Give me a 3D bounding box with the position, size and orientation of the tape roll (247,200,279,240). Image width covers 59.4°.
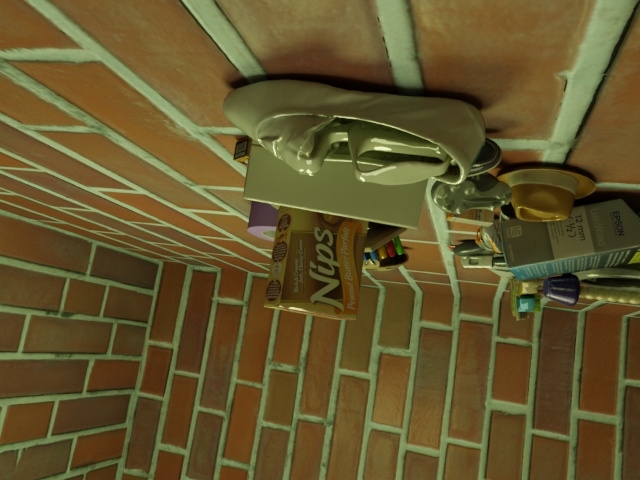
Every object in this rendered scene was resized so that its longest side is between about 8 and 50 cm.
[{"bbox_3d":[-0.072,-0.049,1.641,0.275,0.090,0.275,8,170,1],"label":"tape roll"}]

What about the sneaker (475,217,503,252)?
[{"bbox_3d":[0.443,-0.008,1.466,0.083,0.084,0.215,9,172,28],"label":"sneaker"}]

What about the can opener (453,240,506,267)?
[{"bbox_3d":[0.534,0.041,1.677,0.284,0.075,0.095,-3,166,44],"label":"can opener"}]

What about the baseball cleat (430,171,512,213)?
[{"bbox_3d":[0.251,-0.097,0.999,0.206,0.072,0.109,4,-143,-40],"label":"baseball cleat"}]

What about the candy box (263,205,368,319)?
[{"bbox_3d":[0.000,0.000,1.193,0.183,0.316,0.088,14,168,-26],"label":"candy box"}]

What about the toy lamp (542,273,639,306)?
[{"bbox_3d":[0.670,0.126,1.324,0.275,0.080,0.080,6,170,1],"label":"toy lamp"}]

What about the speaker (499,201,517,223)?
[{"bbox_3d":[0.428,-0.060,1.252,0.055,0.055,0.136,5,170,18],"label":"speaker"}]

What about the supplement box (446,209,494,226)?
[{"bbox_3d":[0.334,-0.070,1.250,0.099,0.062,0.036,8,169,0],"label":"supplement box"}]

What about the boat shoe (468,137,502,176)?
[{"bbox_3d":[0.184,-0.149,0.898,0.206,0.075,0.065,10,174,16],"label":"boat shoe"}]

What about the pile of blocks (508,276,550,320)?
[{"bbox_3d":[0.663,0.170,1.739,0.113,0.148,0.362,-4,168,12],"label":"pile of blocks"}]

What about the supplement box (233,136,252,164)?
[{"bbox_3d":[-0.123,-0.171,1.118,0.083,0.043,0.055,15,168,-35],"label":"supplement box"}]

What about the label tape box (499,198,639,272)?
[{"bbox_3d":[0.581,-0.003,1.202,0.348,0.115,0.249,-13,165,22],"label":"label tape box"}]

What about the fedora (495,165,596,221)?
[{"bbox_3d":[0.421,-0.081,1.069,0.195,0.079,0.194,9,170,2],"label":"fedora"}]

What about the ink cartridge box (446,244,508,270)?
[{"bbox_3d":[0.595,0.080,1.880,0.261,0.066,0.296,0,167,34],"label":"ink cartridge box"}]

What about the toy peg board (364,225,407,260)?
[{"bbox_3d":[0.158,0.026,1.665,0.161,0.079,0.161,-30,-165,-35],"label":"toy peg board"}]

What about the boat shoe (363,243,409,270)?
[{"bbox_3d":[0.160,0.043,1.921,0.341,0.121,0.110,4,171,-40],"label":"boat shoe"}]

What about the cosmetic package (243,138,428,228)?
[{"bbox_3d":[0.022,-0.110,1.020,0.310,0.113,0.160,9,-169,-8],"label":"cosmetic package"}]

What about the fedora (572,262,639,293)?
[{"bbox_3d":[0.783,0.057,1.414,0.276,0.124,0.244,6,169,18],"label":"fedora"}]

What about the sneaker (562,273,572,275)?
[{"bbox_3d":[0.752,0.084,1.671,0.235,0.097,0.084,15,169,-34],"label":"sneaker"}]

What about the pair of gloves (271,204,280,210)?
[{"bbox_3d":[-0.037,-0.079,1.387,0.204,0.042,0.240,36,163,0],"label":"pair of gloves"}]

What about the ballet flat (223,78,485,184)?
[{"bbox_3d":[0.035,-0.151,0.821,0.401,0.139,0.139,7,170,9],"label":"ballet flat"}]
